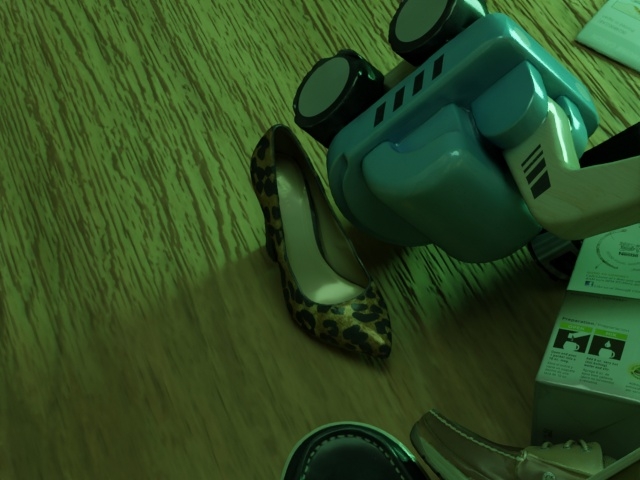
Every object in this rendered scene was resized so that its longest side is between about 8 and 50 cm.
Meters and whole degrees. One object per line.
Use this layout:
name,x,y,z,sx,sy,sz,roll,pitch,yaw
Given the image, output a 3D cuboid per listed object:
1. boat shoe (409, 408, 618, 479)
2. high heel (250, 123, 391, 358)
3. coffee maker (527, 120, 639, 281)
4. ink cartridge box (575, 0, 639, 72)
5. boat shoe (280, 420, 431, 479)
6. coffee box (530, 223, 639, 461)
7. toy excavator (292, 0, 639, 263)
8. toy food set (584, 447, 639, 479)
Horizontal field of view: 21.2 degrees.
boat shoe,0.231,0.244,1.582,0.324,0.123,0.116,33,83,23
high heel,0.000,0.000,1.845,0.093,0.186,0.261,-22,44,-21
coffee maker,0.320,-0.056,1.893,0.178,0.120,0.171,-25,26,36
ink cartridge box,0.579,-0.307,2.277,0.308,0.091,0.385,33,69,34
boat shoe,0.051,0.329,1.489,0.186,0.156,0.500,-6,40,-1
coffee box,0.301,0.109,1.719,0.118,0.168,0.297,11,43,15
toy excavator,0.205,-0.086,1.766,0.433,0.222,0.445,-37,37,23
toy food set,0.253,0.347,1.394,0.219,0.306,0.092,-27,1,-25
